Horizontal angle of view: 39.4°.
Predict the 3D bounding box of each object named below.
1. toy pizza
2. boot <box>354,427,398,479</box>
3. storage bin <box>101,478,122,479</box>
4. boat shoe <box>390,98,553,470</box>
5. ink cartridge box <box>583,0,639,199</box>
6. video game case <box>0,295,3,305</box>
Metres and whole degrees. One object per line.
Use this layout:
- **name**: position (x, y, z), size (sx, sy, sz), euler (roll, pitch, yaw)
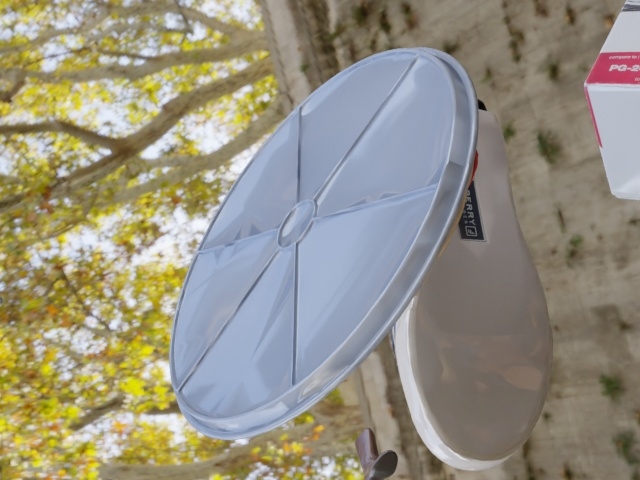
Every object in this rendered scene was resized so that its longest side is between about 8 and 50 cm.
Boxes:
- **toy pizza**: position (0.000, 0.000, 0.410), size (0.032, 0.201, 0.201), euler (34, -125, -27)
- **boot**: position (0.084, 0.325, 1.385), size (0.037, 0.106, 0.114), euler (17, -149, -15)
- **storage bin**: position (-0.145, 0.228, 0.678), size (0.135, 0.091, 0.098), euler (20, -127, -42)
- **boat shoe**: position (0.100, 0.044, 0.770), size (0.127, 0.158, 0.341), euler (10, -122, -12)
- **ink cartridge box**: position (0.252, -0.119, 0.640), size (0.150, 0.063, 0.109), euler (-57, -45, -28)
- **video game case**: position (-0.453, -0.031, 0.854), size (0.285, 0.025, 0.204), euler (51, -163, 8)
